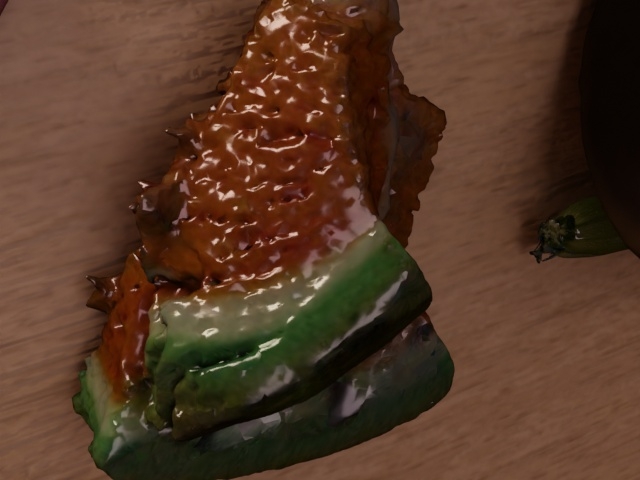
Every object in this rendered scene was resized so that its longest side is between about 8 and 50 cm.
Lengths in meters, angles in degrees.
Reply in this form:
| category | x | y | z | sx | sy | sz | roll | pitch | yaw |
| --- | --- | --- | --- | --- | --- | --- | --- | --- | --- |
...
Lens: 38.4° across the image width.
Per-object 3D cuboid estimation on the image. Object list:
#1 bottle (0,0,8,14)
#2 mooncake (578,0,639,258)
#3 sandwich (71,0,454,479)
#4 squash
| category | x | y | z | sx | sy | sz | roll | pitch | yaw |
| --- | --- | --- | --- | --- | --- | --- | --- | --- | --- |
| bottle | -0.184 | -0.131 | 0.477 | 0.045 | 0.045 | 0.096 | 26 | 92 | -29 |
| mooncake | 0.368 | -0.139 | 0.547 | 0.246 | 0.394 | 0.393 | 11 | 72 | -31 |
| sandwich | 0.000 | 0.000 | 0.532 | 0.250 | 0.162 | 0.301 | -2 | 105 | -30 |
| squash | 0.238 | -0.014 | 0.708 | 0.183 | 0.052 | 0.052 | -10 | 106 | -22 |
